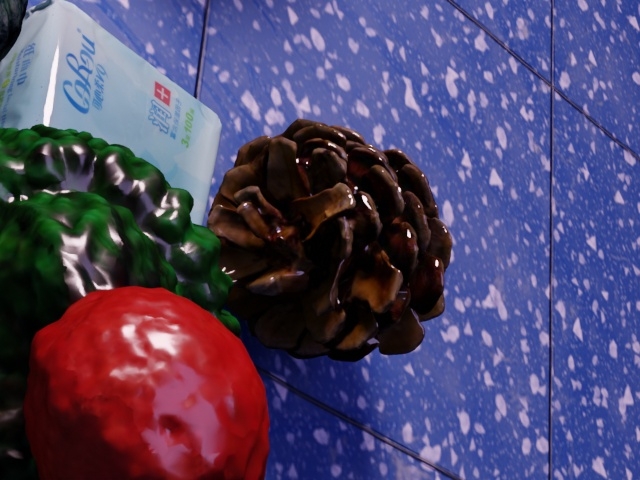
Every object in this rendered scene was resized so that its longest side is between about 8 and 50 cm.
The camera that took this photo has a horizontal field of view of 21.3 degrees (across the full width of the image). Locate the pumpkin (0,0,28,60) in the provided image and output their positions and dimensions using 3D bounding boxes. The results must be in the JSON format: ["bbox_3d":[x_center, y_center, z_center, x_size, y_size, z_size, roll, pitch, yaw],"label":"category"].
[{"bbox_3d":[-0.267,-0.181,1.055,0.202,0.140,0.202,22,60,-45],"label":"pumpkin"}]

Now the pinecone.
[{"bbox_3d":[0.005,0.001,1.262,0.204,0.184,0.179,42,56,-84],"label":"pinecone"}]

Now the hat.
[{"bbox_3d":[-0.142,0.081,0.874,0.242,0.332,0.274,-2,97,-22],"label":"hat"}]

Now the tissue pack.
[{"bbox_3d":[-0.162,-0.011,1.153,0.177,0.089,0.263,36,47,-35],"label":"tissue pack"}]
